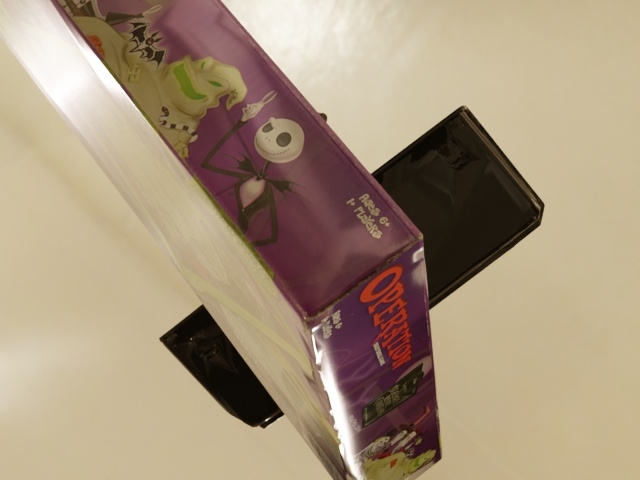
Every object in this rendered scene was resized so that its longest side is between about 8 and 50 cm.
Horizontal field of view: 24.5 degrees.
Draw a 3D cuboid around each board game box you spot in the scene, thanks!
[{"bbox_3d":[-0.077,-0.068,0.556,0.056,0.208,0.347,-36,-113,-6],"label":"board game box"}]

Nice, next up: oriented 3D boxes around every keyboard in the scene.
[{"bbox_3d":[0.000,0.000,1.180,0.201,0.317,0.033,49,-166,-15],"label":"keyboard"}]
